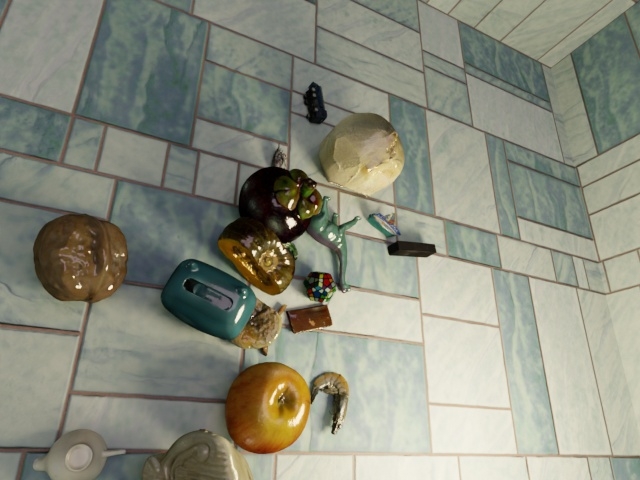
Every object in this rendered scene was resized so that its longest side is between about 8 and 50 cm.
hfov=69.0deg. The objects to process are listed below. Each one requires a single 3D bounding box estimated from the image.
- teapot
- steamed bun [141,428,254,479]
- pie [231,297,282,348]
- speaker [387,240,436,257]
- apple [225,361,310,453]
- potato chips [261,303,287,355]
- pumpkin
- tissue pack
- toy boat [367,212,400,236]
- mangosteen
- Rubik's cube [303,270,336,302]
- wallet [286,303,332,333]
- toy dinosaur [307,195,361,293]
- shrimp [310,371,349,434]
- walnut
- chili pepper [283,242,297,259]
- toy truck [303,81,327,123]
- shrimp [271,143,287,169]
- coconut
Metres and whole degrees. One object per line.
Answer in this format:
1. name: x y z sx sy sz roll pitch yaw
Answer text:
1. teapot: -0.649 0.590 1.266 0.226 0.092 0.145 8 66 -30
2. steamed bun: -0.331 0.706 1.308 0.309 0.219 0.325 -27 77 3
3. pie: -0.247 0.289 1.631 0.218 0.052 0.185 32 65 -3
4. speaker: 0.416 0.042 2.109 0.217 0.082 0.044 5 66 -29
5. apple: -0.162 0.526 1.477 0.285 0.233 0.286 12 62 -25
6. potato chips: -0.171 0.319 1.690 0.037 0.026 0.204 32 56 -16
7. pumpkin: -0.233 0.052 1.651 0.317 0.221 0.139 52 59 -36
8. tissue pack: -0.359 0.188 1.501 0.287 0.206 0.198 29 64 0
9. toy boat: 0.303 -0.085 2.092 0.175 0.091 0.110 38 72 -16
10. mangosteen: -0.155 -0.146 1.732 0.300 0.300 0.301 12 64 -25
11. Rubik's cube: -0.003 0.178 1.792 0.133 0.133 0.112 37 29 -10
12. wallet: -0.041 0.299 1.772 0.176 0.026 0.095 -6 66 -32
13. toy dinosaur: 0.000 0.000 1.892 0.383 0.129 0.331 25 68 -17
14. shrimp: 0.032 0.581 1.680 0.150 0.051 0.217 20 53 -17
15. walnut: -0.705 0.051 1.380 0.272 0.227 0.274 11 67 -28
16. chili pepper: -0.132 0.026 1.836 0.118 0.035 0.056 41 67 -20
17. toy truck: -0.024 -0.640 2.167 0.088 0.074 0.202 7 65 -37
18. shrimp: -0.171 -0.340 1.958 0.065 0.056 0.165 7 75 -10
19. coconut: 0.182 -0.372 1.986 0.345 0.360 0.347 13 62 -26
